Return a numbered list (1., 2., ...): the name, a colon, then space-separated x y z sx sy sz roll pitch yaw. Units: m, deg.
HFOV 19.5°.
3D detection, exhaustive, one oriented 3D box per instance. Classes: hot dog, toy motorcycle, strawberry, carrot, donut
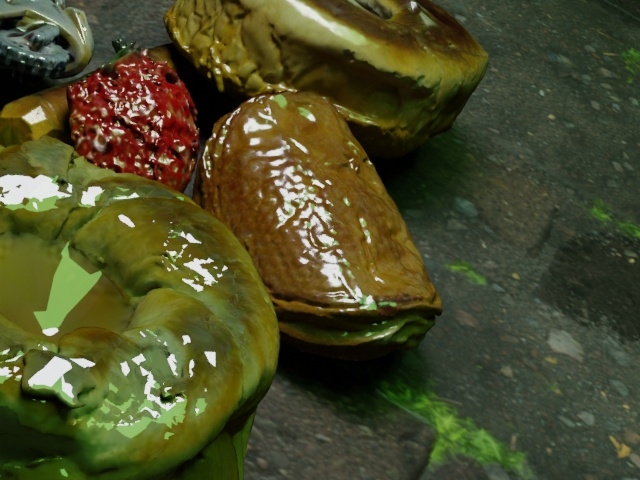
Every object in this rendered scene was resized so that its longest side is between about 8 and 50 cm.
1. hot dog: 0.000 0.000 1.623 0.196 0.122 0.272 -2 52 -38
2. toy motorcycle: -0.298 -0.202 1.715 0.229 0.094 0.130 33 26 32
3. strawberry: -0.155 -0.090 1.610 0.140 0.085 0.192 61 24 -24
4. carrot: -0.193 -0.132 1.721 0.066 0.066 0.314 36 30 12
5. donut: -0.193 0.079 1.331 0.360 0.170 0.360 15 34 -10
6. donut: 0.007 -0.188 1.832 0.330 0.160 0.330 20 15 -6
